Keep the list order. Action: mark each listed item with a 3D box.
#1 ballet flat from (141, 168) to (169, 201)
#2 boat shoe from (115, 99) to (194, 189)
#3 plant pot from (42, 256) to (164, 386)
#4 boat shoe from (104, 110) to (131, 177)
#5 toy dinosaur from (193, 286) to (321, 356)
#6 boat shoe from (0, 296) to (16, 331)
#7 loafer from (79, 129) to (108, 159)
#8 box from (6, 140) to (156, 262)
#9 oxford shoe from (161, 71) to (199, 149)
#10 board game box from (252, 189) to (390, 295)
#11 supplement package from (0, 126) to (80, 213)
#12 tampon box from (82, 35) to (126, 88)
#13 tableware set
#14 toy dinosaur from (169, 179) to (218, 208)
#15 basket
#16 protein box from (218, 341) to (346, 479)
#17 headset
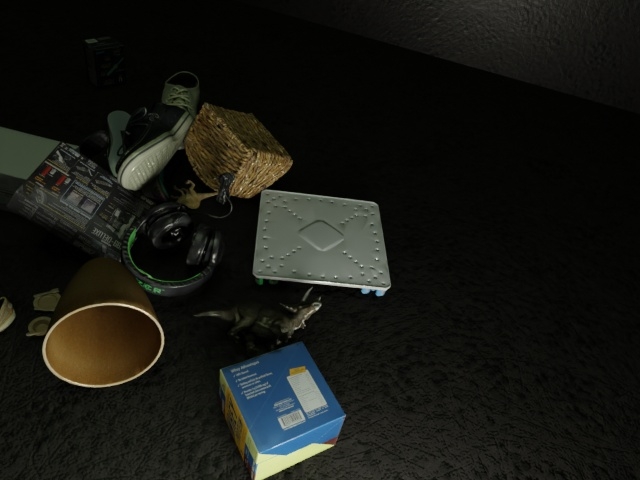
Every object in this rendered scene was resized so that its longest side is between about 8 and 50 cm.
[{"bbox_3d":[-0.531,-0.183,1.674,0.079,0.077,0.221,-20,43,-7],"label":"ballet flat"},{"bbox_3d":[-0.523,-0.301,1.591,0.156,0.187,0.500,31,27,-14],"label":"boat shoe"},{"bbox_3d":[-0.492,0.156,1.204,0.237,0.237,0.254,-6,36,-19],"label":"plant pot"},{"bbox_3d":[-0.646,-0.280,1.716,0.113,0.105,0.306,-8,59,-29],"label":"boat shoe"},{"bbox_3d":[-0.153,0.208,1.319,0.313,0.121,0.160,2,30,-5],"label":"toy dinosaur"},{"bbox_3d":[-0.766,0.203,1.180,0.068,0.072,0.190,13,42,0],"label":"boat shoe"},{"bbox_3d":[-0.738,-0.297,1.684,0.062,0.170,0.061,42,20,-31],"label":"loafer"},{"bbox_3d":[-0.631,-0.097,1.432,0.307,0.076,0.242,36,37,-23],"label":"box"},{"bbox_3d":[-0.531,-0.494,1.967,0.169,0.130,0.449,6,44,-11],"label":"oxford shoe"},{"bbox_3d":[0.000,0.000,1.610,0.389,0.050,0.390,6,42,-7],"label":"board game box"},{"bbox_3d":[-0.871,-0.198,1.543,0.261,0.145,0.204,15,42,2],"label":"supplement package"},{"bbox_3d":[-0.856,-0.708,2.094,0.101,0.161,0.120,37,46,26],"label":"tampon box"},{"bbox_3d":[-0.629,0.176,1.284,0.141,0.020,0.169,-4,45,-18],"label":"tableware set"},{"bbox_3d":[-0.410,-0.141,1.678,0.183,0.053,0.093,-23,70,-40],"label":"toy dinosaur"},{"bbox_3d":[-0.279,-0.279,1.749,0.223,0.213,0.299,-1,43,-53],"label":"basket"},{"bbox_3d":[-0.089,0.359,1.127,0.199,0.136,0.201,-14,48,-27],"label":"protein box"},{"bbox_3d":[-0.358,-0.029,1.427,0.243,0.185,0.394,32,47,3],"label":"headset"}]
